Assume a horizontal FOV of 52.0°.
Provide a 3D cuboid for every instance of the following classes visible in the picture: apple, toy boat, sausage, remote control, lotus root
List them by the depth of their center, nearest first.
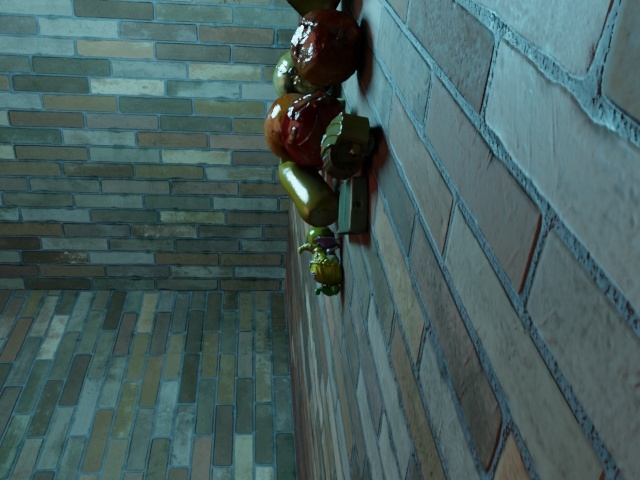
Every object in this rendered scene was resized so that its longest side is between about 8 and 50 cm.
[{"bbox_3d":[0.051,-0.186,1.353,0.310,0.089,0.115,-160,81,-83],"label":"toy boat"},{"bbox_3d":[0.068,-0.072,1.473,0.285,0.038,0.123,156,116,-85],"label":"remote control"},{"bbox_3d":[-0.019,-0.661,1.647,0.346,0.179,0.254,-96,7,-61],"label":"apple"},{"bbox_3d":[-0.051,-0.298,1.783,0.209,0.210,0.164,103,-176,-63],"label":"apple"},{"bbox_3d":[-0.045,-0.152,1.827,0.328,0.112,0.112,-124,31,-49],"label":"sausage"},{"bbox_3d":[0.000,0.000,1.886,0.089,0.075,0.089,1,-90,-75],"label":"apple"},{"bbox_3d":[-0.050,-0.478,1.911,0.310,0.183,0.182,-100,12,-76],"label":"lotus root"}]

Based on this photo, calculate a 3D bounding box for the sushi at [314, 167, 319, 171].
[{"bbox_3d":[-0.035,-0.288,2.161,0.150,0.091,0.078,-98,7,-46],"label":"sushi"}]

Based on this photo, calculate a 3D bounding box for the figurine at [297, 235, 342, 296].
[{"bbox_3d":[-0.001,0.070,1.709,0.095,0.115,0.156,71,-163,-78],"label":"figurine"}]

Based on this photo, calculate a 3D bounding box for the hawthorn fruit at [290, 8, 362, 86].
[{"bbox_3d":[0.013,-0.422,1.445,0.179,0.174,0.173,-97,10,-55],"label":"hawthorn fruit"}]

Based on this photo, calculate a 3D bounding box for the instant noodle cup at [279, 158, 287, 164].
[{"bbox_3d":[-0.047,-0.317,1.996,0.205,0.153,0.204,-178,90,-83],"label":"instant noodle cup"}]

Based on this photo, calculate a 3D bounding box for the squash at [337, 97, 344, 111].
[{"bbox_3d":[0.046,-0.326,1.704,0.027,0.028,0.083,-104,15,-67],"label":"squash"}]

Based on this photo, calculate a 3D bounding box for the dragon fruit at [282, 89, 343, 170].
[{"bbox_3d":[-0.011,-0.266,1.596,0.172,0.172,0.209,-97,2,-51],"label":"dragon fruit"}]
